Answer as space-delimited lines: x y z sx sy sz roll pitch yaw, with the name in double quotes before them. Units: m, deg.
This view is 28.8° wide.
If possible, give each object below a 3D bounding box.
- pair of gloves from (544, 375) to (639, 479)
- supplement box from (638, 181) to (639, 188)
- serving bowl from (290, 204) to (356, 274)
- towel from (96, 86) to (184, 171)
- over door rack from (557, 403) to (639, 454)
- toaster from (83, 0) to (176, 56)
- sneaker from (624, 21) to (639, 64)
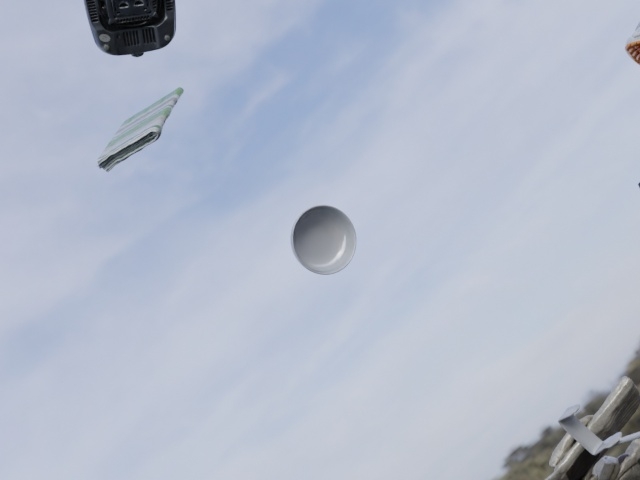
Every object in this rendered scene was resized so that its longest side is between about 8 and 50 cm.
"pair of gloves" 0.384 0.319 1.710 0.204 0.042 0.240 -41 -42 -16
"supplement box" 0.536 -0.084 1.857 0.083 0.056 0.083 4 39 50
"serving bowl" 0.000 0.000 1.481 0.083 0.083 0.027 -34 9 -22
"towel" -0.252 -0.159 1.774 0.113 0.023 0.152 -27 21 22
"over door rack" 0.434 0.128 1.246 0.239 0.108 0.324 -41 12 -32
"toaster" -0.285 -0.386 1.799 0.129 0.146 0.226 -12 -63 -10
"sneaker" 0.537 -0.318 1.709 0.262 0.099 0.121 -4 60 53
